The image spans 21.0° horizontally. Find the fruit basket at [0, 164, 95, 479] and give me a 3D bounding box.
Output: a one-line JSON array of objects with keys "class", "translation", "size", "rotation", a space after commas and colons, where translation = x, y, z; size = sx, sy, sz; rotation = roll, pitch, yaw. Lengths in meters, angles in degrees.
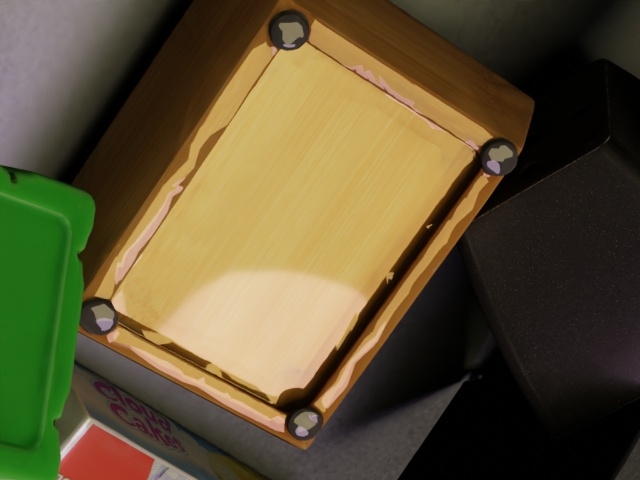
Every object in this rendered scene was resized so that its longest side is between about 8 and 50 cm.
[{"class": "fruit basket", "translation": [-0.359, 0.048, 0.929], "size": [0.392, 0.392, 0.283], "rotation": [15, 74, -35]}]

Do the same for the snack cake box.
[{"class": "snack cake box", "translation": [-0.134, 0.209, 1.227], "size": [0.152, 0.089, 0.264], "rotation": [-47, 129, 6]}]

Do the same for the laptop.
[{"class": "laptop", "translation": [0.211, 0.155, 1.277], "size": [0.264, 0.234, 0.136], "rotation": [15, 71, -35]}]

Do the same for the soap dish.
[{"class": "soap dish", "translation": [-0.026, -0.022, 1.097], "size": [0.229, 0.118, 0.291], "rotation": [31, 101, -22]}]

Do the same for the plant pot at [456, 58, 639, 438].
[{"class": "plant pot", "translation": [0.192, -0.011, 1.198], "size": [0.188, 0.187, 0.167], "rotation": [-30, 114, 24]}]
